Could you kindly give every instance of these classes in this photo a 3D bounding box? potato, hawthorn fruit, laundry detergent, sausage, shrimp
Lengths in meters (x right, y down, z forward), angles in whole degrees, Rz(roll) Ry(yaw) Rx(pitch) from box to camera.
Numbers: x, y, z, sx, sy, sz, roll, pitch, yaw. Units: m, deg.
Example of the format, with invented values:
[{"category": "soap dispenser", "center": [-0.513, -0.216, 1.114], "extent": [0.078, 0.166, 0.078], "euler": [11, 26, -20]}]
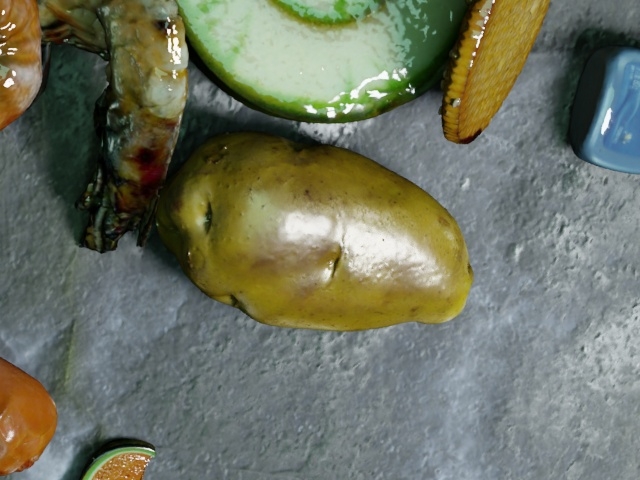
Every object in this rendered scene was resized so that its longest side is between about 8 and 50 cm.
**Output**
[{"category": "potato", "center": [0.000, 0.000, 1.735], "extent": [0.369, 0.176, 0.195], "euler": [14, 68, -16]}, {"category": "hawthorn fruit", "center": [-0.402, -0.200, 1.600], "extent": [0.231, 0.263, 0.235], "euler": [-17, 100, -24]}, {"category": "laundry detergent", "center": [0.441, -0.132, 1.822], "extent": [0.290, 0.094, 0.143], "euler": [11, 92, -12]}, {"category": "sausage", "center": [-0.409, 0.164, 1.696], "extent": [0.258, 0.133, 0.133], "euler": [25, 93, -12]}, {"category": "shrimp", "center": [-0.245, -0.153, 1.673], "extent": [0.233, 0.071, 0.365], "euler": [30, 128, 19]}]

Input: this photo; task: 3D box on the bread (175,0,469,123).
[{"category": "bread", "center": [-0.001, -0.310, 1.698], "extent": [0.382, 0.129, 0.366], "euler": [14, 93, -11]}]

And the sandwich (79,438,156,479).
[{"category": "sandwich", "center": [-0.238, 0.269, 1.796], "extent": [0.069, 0.026, 0.101], "euler": [22, 97, -17]}]

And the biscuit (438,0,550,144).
[{"category": "biscuit", "center": [0.197, -0.245, 1.673], "extent": [0.038, 0.305, 0.305], "euler": [24, 94, 14]}]
